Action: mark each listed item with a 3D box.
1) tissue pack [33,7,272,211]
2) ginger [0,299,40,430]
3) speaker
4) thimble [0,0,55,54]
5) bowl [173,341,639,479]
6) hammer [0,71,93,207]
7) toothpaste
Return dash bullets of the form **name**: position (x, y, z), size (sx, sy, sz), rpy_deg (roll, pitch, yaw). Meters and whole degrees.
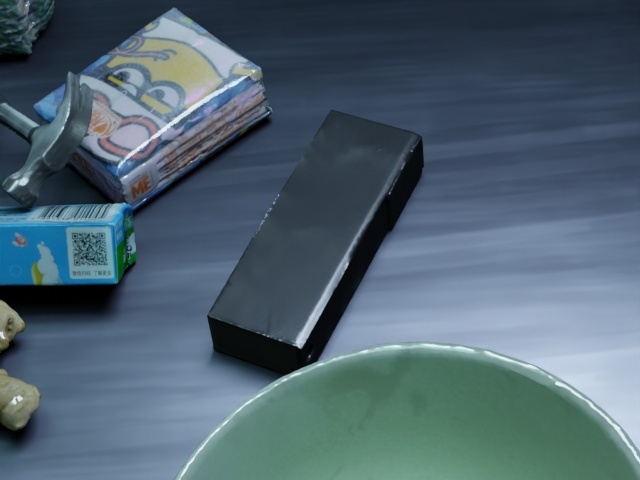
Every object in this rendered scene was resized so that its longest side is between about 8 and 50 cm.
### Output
- **tissue pack**: position (-0.134, -0.106, 1.362), size (0.155, 0.065, 0.115), rpy_deg (-37, 54, -23)
- **ginger**: position (-0.264, 0.119, 1.195), size (0.149, 0.065, 0.259), rpy_deg (-21, 50, -14)
- **speaker**: position (0.000, 0.000, 1.276), size (0.082, 0.044, 0.218), rpy_deg (17, 55, 18)
- **thimble**: position (-0.298, -0.222, 1.456), size (0.135, 0.090, 0.118), rpy_deg (9, 53, 13)
- **bowl**: position (0.054, 0.224, 1.011), size (0.307, 0.163, 0.307), rpy_deg (-3, 51, 4)
- **hammer**: position (-0.258, -0.111, 1.352), size (0.103, 0.029, 0.246), rpy_deg (-53, 40, -3)
- **toothpaste**: position (-0.277, 0.003, 1.281), size (0.266, 0.050, 0.065), rpy_deg (-1, 17, 5)
